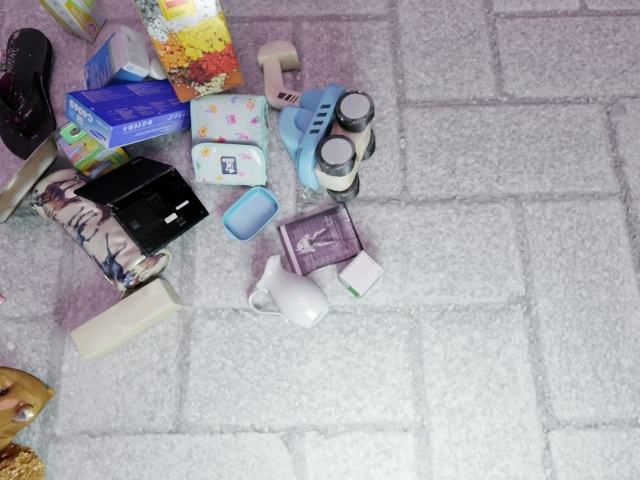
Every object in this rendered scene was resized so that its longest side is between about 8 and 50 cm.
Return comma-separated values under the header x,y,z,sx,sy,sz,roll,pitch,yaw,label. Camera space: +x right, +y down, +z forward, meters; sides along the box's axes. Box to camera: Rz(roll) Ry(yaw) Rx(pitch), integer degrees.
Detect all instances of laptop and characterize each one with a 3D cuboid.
x,y,z,sx,sy,sz,roll,pitch,yaw,label
-0.500,-0.105,1.260,0.264,0.136,0.234,55,51,-12,laptop

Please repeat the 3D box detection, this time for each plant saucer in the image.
x,y,z,sx,sy,sz,roll,pitch,yaw,label
-0.839,-0.161,1.264,0.050,0.310,0.310,38,77,-29,plant saucer

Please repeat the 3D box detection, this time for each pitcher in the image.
x,y,z,sx,sy,sz,roll,pitch,yaw,label
-0.093,0.167,1.248,0.207,0.125,0.178,38,104,16,pitcher

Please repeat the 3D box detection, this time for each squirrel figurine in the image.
x,y,z,sx,sy,sz,roll,pitch,yaw,label
-0.841,0.524,1.115,0.370,0.281,0.397,-33,92,-18,squirrel figurine

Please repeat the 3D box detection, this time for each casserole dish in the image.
x,y,z,sx,sy,sz,roll,pitch,yaw,label
-0.208,-0.077,1.341,0.114,0.037,0.188,43,79,10,casserole dish

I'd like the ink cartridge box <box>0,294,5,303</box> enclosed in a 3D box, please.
x,y,z,sx,sy,sz,roll,pitch,yaw,label
-1.028,0.122,1.233,0.218,0.158,0.092,38,80,9,ink cartridge box

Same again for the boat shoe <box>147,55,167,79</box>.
x,y,z,sx,sy,sz,roll,pitch,yaw,label
-0.524,-0.541,1.402,0.063,0.066,0.184,-23,38,6,boat shoe

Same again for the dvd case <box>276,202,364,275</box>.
x,y,z,sx,sy,sz,roll,pitch,yaw,label
0.000,0.000,1.330,0.221,0.018,0.164,-20,78,-5,dvd case

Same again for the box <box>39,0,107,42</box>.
x,y,z,sx,sy,sz,roll,pitch,yaw,label
-0.798,-0.755,1.424,0.103,0.203,0.114,21,79,6,box

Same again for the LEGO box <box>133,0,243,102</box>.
x,y,z,sx,sy,sz,roll,pitch,yaw,label
-0.396,-0.699,1.241,0.193,0.372,0.500,-18,54,-5,LEGO box

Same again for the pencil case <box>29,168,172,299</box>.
x,y,z,sx,sy,sz,roll,pitch,yaw,label
-0.629,-0.027,1.267,0.410,0.160,0.183,40,73,9,pencil case

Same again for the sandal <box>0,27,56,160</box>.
x,y,z,sx,sy,sz,roll,pitch,yaw,label
-0.940,-0.469,1.396,0.167,0.107,0.446,-7,82,-2,sandal

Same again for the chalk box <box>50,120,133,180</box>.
x,y,z,sx,sy,sz,roll,pitch,yaw,label
-0.667,-0.276,1.300,0.132,0.213,0.132,-37,80,-7,chalk box

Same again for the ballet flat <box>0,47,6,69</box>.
x,y,z,sx,sy,sz,roll,pitch,yaw,label
-1.107,-0.613,1.455,0.221,0.079,0.077,12,74,3,ballet flat

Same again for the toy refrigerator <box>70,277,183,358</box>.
x,y,z,sx,sy,sz,roll,pitch,yaw,label
-0.533,0.214,1.237,0.269,0.102,0.094,-33,78,-7,toy refrigerator

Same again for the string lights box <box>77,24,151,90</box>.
x,y,z,sx,sy,sz,roll,pitch,yaw,label
-0.635,-0.513,1.360,0.259,0.077,0.133,-24,74,32,string lights box

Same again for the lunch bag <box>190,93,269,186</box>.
x,y,z,sx,sy,sz,roll,pitch,yaw,label
-0.267,-0.295,1.335,0.223,0.160,0.262,1,94,-3,lunch bag

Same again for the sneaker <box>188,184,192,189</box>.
x,y,z,sx,sy,sz,roll,pitch,yaw,label
-0.445,-0.120,1.344,0.170,0.051,0.089,-4,72,-4,sneaker

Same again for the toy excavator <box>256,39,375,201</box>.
x,y,z,sx,sy,sz,roll,pitch,yaw,label
-0.046,-0.384,1.342,0.445,0.222,0.433,19,76,14,toy excavator

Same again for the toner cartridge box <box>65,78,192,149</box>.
x,y,z,sx,sy,sz,roll,pitch,yaw,label
-0.523,-0.375,1.287,0.165,0.075,0.348,36,36,10,toner cartridge box

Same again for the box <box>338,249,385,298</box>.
x,y,z,sx,sy,sz,roll,pitch,yaw,label
0.114,0.098,1.262,0.087,0.101,0.102,43,80,10,box
